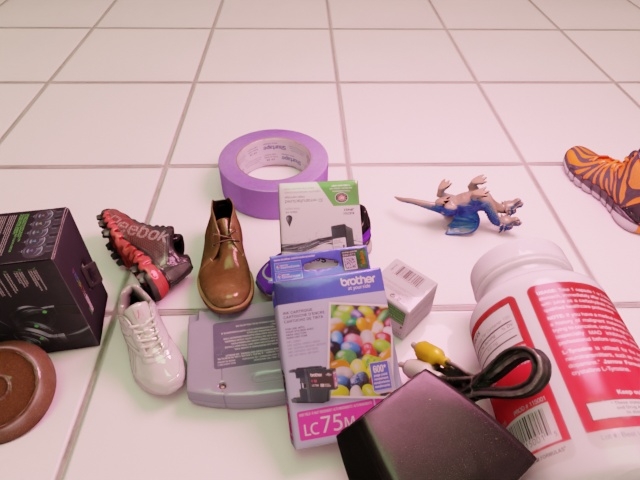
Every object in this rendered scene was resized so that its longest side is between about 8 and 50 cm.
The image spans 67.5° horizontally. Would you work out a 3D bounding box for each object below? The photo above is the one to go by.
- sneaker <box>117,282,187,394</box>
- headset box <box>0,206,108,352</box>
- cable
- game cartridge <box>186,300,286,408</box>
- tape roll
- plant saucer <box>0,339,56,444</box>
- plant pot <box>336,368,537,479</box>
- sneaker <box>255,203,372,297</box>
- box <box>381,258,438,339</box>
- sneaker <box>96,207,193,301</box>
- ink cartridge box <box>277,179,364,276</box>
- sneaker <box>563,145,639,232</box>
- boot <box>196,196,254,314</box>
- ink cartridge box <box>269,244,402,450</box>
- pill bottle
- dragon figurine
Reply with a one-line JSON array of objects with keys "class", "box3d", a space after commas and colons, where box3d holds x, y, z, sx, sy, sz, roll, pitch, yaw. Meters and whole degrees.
[{"class": "sneaker", "box3d": [-0.311, 0.167, 0.843, 0.090, 0.115, 0.232, -26, 50, -26]}, {"class": "headset box", "box3d": [-0.536, 0.082, 0.833, 0.283, 0.246, 0.131, -7, 45, -8]}, {"class": "cable", "box3d": [0.206, 0.218, 0.719, 0.072, 0.287, 0.139, 23, 70, -15]}, {"class": "game cartridge", "box3d": [-0.089, 0.199, 0.863, 0.294, 0.060, 0.196, -6, 41, -7]}, {"class": "tape roll", "box3d": [-0.118, -0.176, 1.224, 0.275, 0.090, 0.274, 0, 43, 0]}, {"class": "plant saucer", "box3d": [-0.525, 0.243, 0.780, 0.168, 0.029, 0.168, 3, 65, -7]}, {"class": "plant pot", "box3d": [0.128, 0.290, 0.646, 0.188, 0.187, 0.167, -28, 69, -27]}, {"class": "sneaker", "box3d": [-0.012, 0.003, 0.999, 0.293, 0.146, 0.102, -28, 51, -28]}, {"class": "box", "box3d": [0.154, 0.112, 0.932, 0.101, 0.087, 0.102, 33, 53, 29]}, {"class": "sneaker", "box3d": [-0.370, 0.010, 1.020, 0.135, 0.097, 0.276, -32, 55, -29]}, {"class": "ink cartridge box", "box3d": [0.000, 0.000, 0.896, 0.153, 0.087, 0.208, -4, 82, -4]}, {"class": "sneaker", "box3d": [0.747, -0.183, 1.184, 0.125, 0.180, 0.321, -11, 45, -13]}, {"class": "boot", "box3d": [-0.199, 0.021, 0.971, 0.112, 0.115, 0.305, -6, 37, -11]}, {"class": "ink cartridge box", "box3d": [0.024, 0.161, 0.785, 0.186, 0.065, 0.311, -6, 76, -10]}, {"class": "pill bottle", "box3d": [0.371, 0.196, 0.749, 0.229, 0.229, 0.407, 0, 44, -2]}, {"class": "dragon figurine", "box3d": [0.327, -0.068, 1.124, 0.289, 0.144, 0.085, -10, 43, 16]}]
